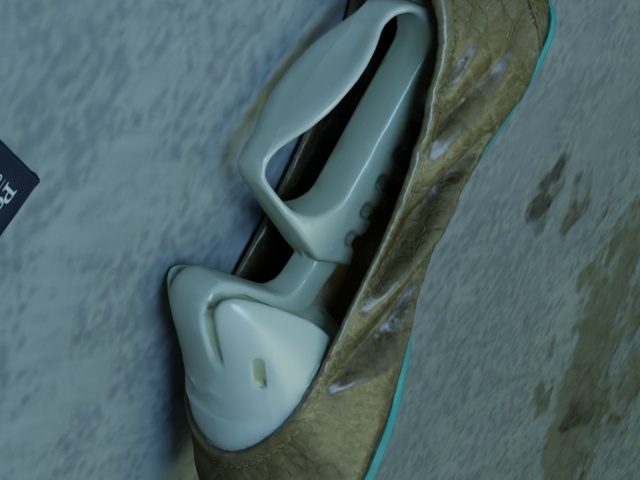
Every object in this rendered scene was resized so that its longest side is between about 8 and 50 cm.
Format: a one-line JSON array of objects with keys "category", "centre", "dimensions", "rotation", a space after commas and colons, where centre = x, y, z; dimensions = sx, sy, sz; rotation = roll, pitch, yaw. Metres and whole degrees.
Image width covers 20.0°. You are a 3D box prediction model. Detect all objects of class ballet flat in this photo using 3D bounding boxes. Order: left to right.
[{"category": "ballet flat", "centre": [0.000, 0.000, 0.873], "dimensions": [0.124, 0.116, 0.342], "rotation": [23, 94, -44]}]

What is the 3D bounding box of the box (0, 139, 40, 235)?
[{"category": "box", "centre": [-0.220, 0.032, 0.498], "dimensions": [0.261, 0.103, 0.184], "rotation": [-57, 156, -11]}]
